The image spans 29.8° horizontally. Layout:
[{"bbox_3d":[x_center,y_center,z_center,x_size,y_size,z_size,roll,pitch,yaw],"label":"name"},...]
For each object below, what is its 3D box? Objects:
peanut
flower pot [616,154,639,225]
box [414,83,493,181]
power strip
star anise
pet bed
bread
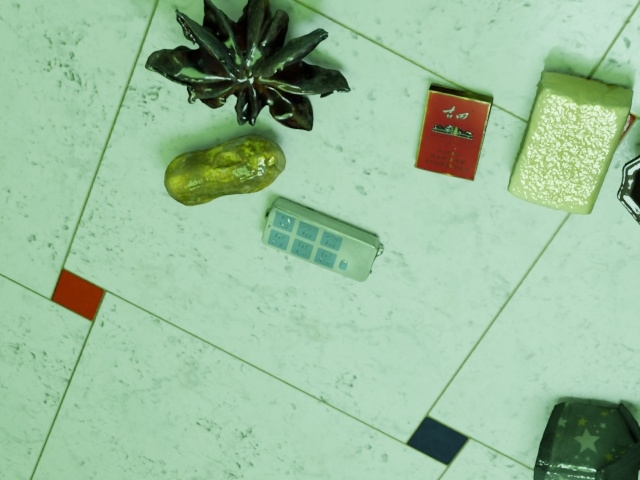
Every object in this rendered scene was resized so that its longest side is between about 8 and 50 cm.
[{"bbox_3d":[-0.142,-0.105,1.794,0.206,0.087,0.087,-13,119,29],"label":"peanut"},{"bbox_3d":[0.525,-0.096,1.573,0.251,0.084,0.179,-33,108,33],"label":"flower pot"},{"bbox_3d":[0.185,-0.150,1.688,0.090,0.023,0.133,14,128,7],"label":"box"},{"bbox_3d":[0.000,0.000,1.850,0.192,0.035,0.081,22,128,4],"label":"power strip"},{"bbox_3d":[-0.095,-0.243,1.661,0.282,0.129,0.212,8,133,3],"label":"star anise"},{"bbox_3d":[0.429,0.377,1.881,0.159,0.183,0.211,7,124,22],"label":"pet bed"},{"bbox_3d":[0.332,-0.130,1.624,0.125,0.068,0.188,17,128,7],"label":"bread"}]
